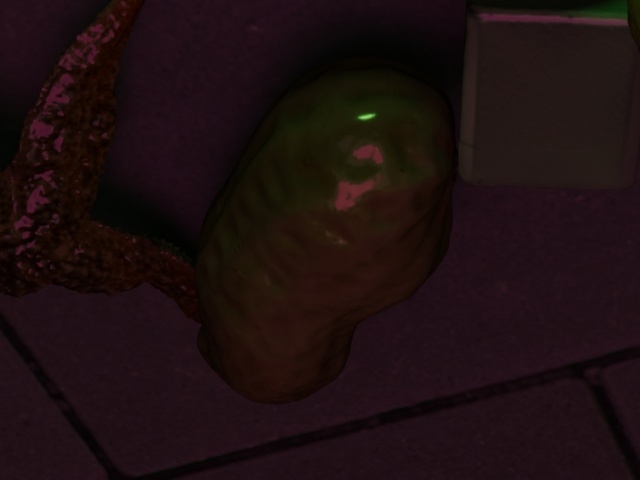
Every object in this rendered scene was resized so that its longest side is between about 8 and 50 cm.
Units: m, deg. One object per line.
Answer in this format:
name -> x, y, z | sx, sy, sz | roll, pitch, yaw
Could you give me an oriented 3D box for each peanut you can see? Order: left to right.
peanut -> 0.000, 0.000, 1.477 | 0.192, 0.169, 0.387 | 10, 138, -22

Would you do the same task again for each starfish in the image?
starfish -> -0.263, -0.057, 1.494 | 0.398, 0.132, 0.384 | 4, 126, -1

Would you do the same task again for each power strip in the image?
power strip -> 0.178, -0.164, 1.330 | 0.139, 0.140, 0.224 | 3, 131, 6

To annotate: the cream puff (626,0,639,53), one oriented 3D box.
cream puff -> 0.366, -0.195, 1.211 | 0.343, 0.231, 0.327 | -12, 122, -2
